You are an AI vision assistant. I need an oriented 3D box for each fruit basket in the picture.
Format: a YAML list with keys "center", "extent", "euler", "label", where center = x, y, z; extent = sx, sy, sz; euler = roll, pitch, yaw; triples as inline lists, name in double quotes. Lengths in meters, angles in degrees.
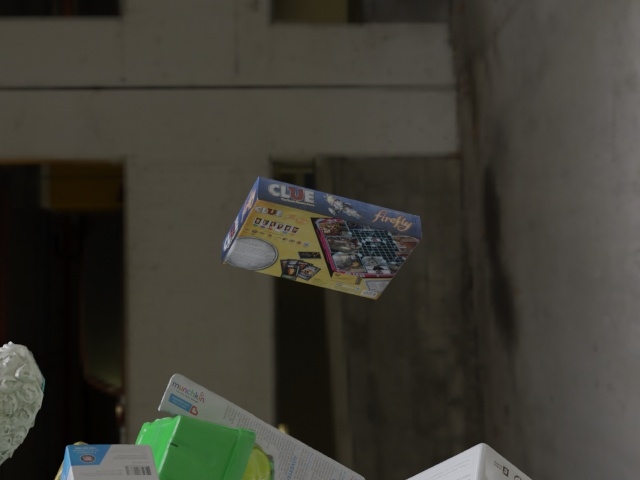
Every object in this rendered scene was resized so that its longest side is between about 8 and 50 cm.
- center: [-0.118, 0.399, 1.755]
  extent: [0.165, 0.353, 0.327]
  euler: [-14, 49, 47]
  label: "fruit basket"

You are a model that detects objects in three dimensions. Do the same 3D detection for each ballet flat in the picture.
- center: [-0.556, 0.316, 1.843]
  extent: [0.409, 0.147, 0.147]
  euler: [-45, 7, 7]
  label: "ballet flat"

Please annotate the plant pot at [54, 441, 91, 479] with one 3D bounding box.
- center: [-0.431, 0.415, 2.356]
  extent: [0.081, 0.081, 0.083]
  euler: [-74, 8, -53]
  label: "plant pot"

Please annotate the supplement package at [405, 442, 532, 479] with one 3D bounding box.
- center: [0.124, 0.366, 1.143]
  extent: [0.177, 0.175, 0.293]
  euler: [-34, 26, 37]
  label: "supplement package"

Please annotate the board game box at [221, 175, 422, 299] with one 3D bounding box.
- center: [0.000, 0.000, 1.840]
  extent: [0.165, 0.243, 0.042]
  euler: [123, 155, -49]
  label: "board game box"

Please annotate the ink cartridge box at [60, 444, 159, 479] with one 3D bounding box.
- center: [-0.233, 0.317, 1.486]
  extent: [0.180, 0.104, 0.060]
  euler: [-115, 36, -50]
  label: "ink cartridge box"
